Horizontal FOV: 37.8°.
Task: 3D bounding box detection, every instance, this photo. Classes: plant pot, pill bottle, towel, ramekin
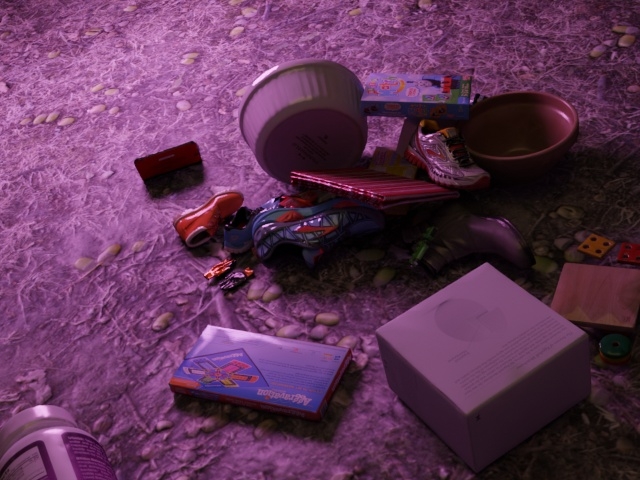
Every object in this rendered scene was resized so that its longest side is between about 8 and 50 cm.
[{"bbox_3d":[0.387,-0.187,1.834,0.237,0.109,0.237,-10,39,8],"label":"plant pot"},{"bbox_3d":[-0.374,0.378,1.350,0.169,0.169,0.301,-27,39,-14],"label":"pill bottle"},{"bbox_3d":[0.096,-0.101,1.756,0.199,0.031,0.275,-8,17,-38],"label":"towel"},{"bbox_3d":[-0.026,-0.230,1.918,0.273,0.273,0.127,-16,49,0],"label":"ramekin"}]

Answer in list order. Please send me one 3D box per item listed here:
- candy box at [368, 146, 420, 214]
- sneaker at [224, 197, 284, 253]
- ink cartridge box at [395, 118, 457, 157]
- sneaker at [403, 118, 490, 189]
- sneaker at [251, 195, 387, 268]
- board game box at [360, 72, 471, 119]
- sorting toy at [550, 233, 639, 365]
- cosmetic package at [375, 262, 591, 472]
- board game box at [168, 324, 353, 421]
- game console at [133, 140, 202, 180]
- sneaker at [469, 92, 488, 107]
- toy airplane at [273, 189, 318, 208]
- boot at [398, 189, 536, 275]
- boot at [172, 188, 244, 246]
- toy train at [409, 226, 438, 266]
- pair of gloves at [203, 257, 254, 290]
[{"bbox_3d":[0.144,-0.125,1.908,0.105,0.027,0.206,0,40,20],"label":"candy box"},{"bbox_3d":[-0.130,-0.042,1.861,0.063,0.073,0.162,18,44,35],"label":"sneaker"},{"bbox_3d":[0.237,-0.224,1.922,0.092,0.090,0.143,33,48,20],"label":"ink cartridge box"},{"bbox_3d":[0.237,-0.161,1.753,0.088,0.092,0.225,0,27,-35],"label":"sneaker"},{"bbox_3d":[0.000,0.000,1.771,0.262,0.104,0.125,-9,58,12],"label":"sneaker"},{"bbox_3d":[0.195,-0.291,1.882,0.211,0.039,0.160,3,30,9],"label":"board game box"},{"bbox_3d":[0.451,0.095,1.512,0.132,0.046,0.274,5,43,25],"label":"sorting toy"},{"bbox_3d":[0.243,0.184,1.400,0.224,0.138,0.225,-29,39,-17],"label":"cosmetic package"},{"bbox_3d":[-0.101,0.218,1.567,0.281,0.027,0.145,7,42,26],"label":"board game box"},{"bbox_3d":[-0.352,-0.200,2.131,0.144,0.124,0.085,-19,64,-4],"label":"game console"},{"bbox_3d":[0.364,-0.264,1.958,0.237,0.086,0.085,5,41,22],"label":"sneaker"},{"bbox_3d":[-0.021,-0.070,1.870,0.151,0.028,0.151,6,17,-2],"label":"toy airplane"},{"bbox_3d":[0.257,0.017,1.671,0.161,0.083,0.246,-36,39,-9],"label":"boot"},{"bbox_3d":[-0.218,-0.042,1.913,0.158,0.059,0.084,-31,43,-5],"label":"boot"},{"bbox_3d":[0.183,0.011,1.657,0.083,0.017,0.024,-59,18,-18],"label":"toy train"},{"bbox_3d":[-0.176,0.065,1.797,0.074,0.010,0.083,-35,44,-25],"label":"pair of gloves"}]
